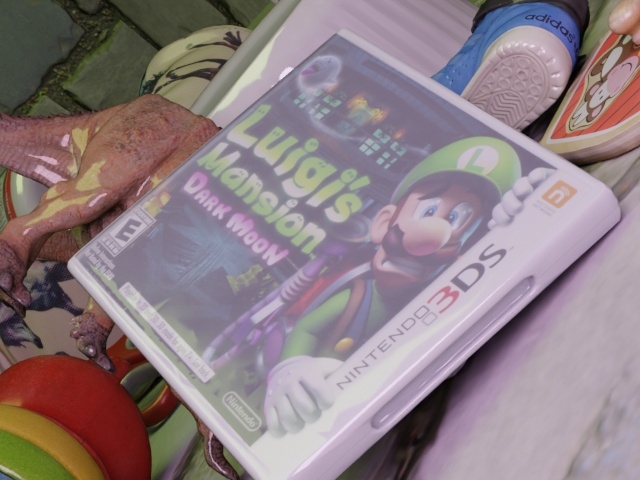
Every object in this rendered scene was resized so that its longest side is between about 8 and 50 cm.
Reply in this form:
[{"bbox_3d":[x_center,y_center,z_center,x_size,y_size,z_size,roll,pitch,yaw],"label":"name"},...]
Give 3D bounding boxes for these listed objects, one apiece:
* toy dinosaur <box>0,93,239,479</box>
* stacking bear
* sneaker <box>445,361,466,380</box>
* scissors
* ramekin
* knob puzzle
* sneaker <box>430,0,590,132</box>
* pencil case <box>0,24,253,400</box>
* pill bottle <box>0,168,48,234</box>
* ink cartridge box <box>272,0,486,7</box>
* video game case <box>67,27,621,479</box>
[{"bbox_3d":[-0.062,-0.019,0.742,0.200,0.295,0.127,-51,-19,-13],"label":"toy dinosaur"},{"bbox_3d":[-0.178,0.162,0.792,0.175,0.164,0.289,-46,7,24],"label":"stacking bear"},{"bbox_3d":[0.054,0.016,0.606,0.118,0.042,0.067,-57,6,4],"label":"sneaker"},{"bbox_3d":[-0.186,0.107,1.128,0.297,0.021,0.109,-14,46,45],"label":"scissors"},{"bbox_3d":[-0.006,-0.076,0.939,0.273,0.127,0.273,-48,11,13],"label":"ramekin"},{"bbox_3d":[0.159,-0.108,0.631,0.213,0.030,0.213,-48,11,13],"label":"knob puzzle"},{"bbox_3d":[0.085,-0.080,0.767,0.152,0.058,0.084,-43,10,47],"label":"sneaker"},{"bbox_3d":[-0.152,-0.029,1.289,0.183,0.160,0.410,-31,20,36],"label":"pencil case"},{"bbox_3d":[-0.336,0.018,1.758,0.363,0.210,0.210,-38,16,49],"label":"pill bottle"},{"bbox_3d":[0.015,-0.261,1.132,0.097,0.255,0.189,-57,12,-29],"label":"ink cartridge box"},{"bbox_3d":[0.000,0.000,0.601,0.173,0.022,0.190,-41,42,-9],"label":"video game case"}]
